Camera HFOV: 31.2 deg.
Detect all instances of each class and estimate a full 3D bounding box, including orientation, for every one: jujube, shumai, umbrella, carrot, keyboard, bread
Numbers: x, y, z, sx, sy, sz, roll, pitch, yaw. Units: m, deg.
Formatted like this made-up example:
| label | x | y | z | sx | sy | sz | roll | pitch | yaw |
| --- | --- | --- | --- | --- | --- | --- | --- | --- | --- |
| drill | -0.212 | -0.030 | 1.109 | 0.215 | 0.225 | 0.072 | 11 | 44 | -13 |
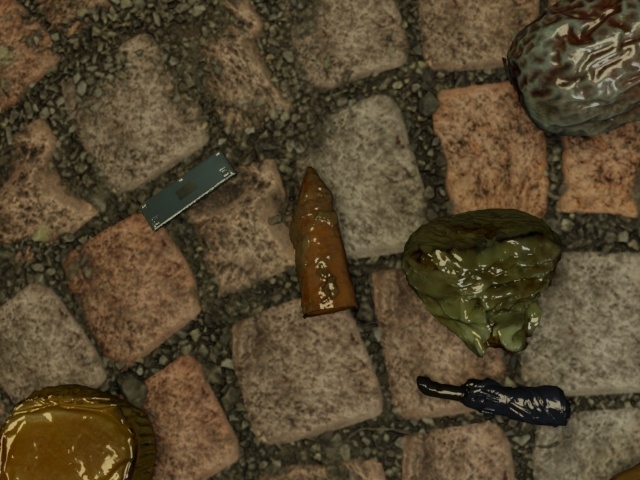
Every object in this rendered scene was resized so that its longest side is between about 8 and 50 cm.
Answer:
| label | x | y | z | sx | sy | sz | roll | pitch | yaw |
| --- | --- | --- | --- | --- | --- | --- | --- | --- | --- |
| jujube | 0.451 | -0.290 | 1.801 | 0.317 | 0.226 | 0.226 | -18 | 81 | 13 |
| shumai | 0.259 | 0.070 | 1.827 | 0.256 | 0.189 | 0.218 | -11 | 100 | -7 |
| umbrella | 0.278 | 0.252 | 1.845 | 0.248 | 0.071 | 0.071 | 6 | 85 | 14 |
| carrot | 0.000 | 0.000 | 1.909 | 0.102 | 0.102 | 0.263 | -9 | 76 | 9 |
| keyboard | -0.231 | -0.086 | 1.987 | 0.176 | 0.014 | 0.055 | -35 | 79 | 4 |
| bread | -0.407 | 0.359 | 1.906 | 0.253 | 0.142 | 0.227 | 9 | 87 | 13 |

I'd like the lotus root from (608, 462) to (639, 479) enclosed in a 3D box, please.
| label | x | y | z | sx | sy | sz | roll | pitch | yaw |
| --- | --- | --- | --- | --- | --- | --- | --- | --- | --- |
| lotus root | 0.536 | 0.394 | 1.753 | 0.221 | 0.118 | 0.125 | -16 | 114 | 5 |
